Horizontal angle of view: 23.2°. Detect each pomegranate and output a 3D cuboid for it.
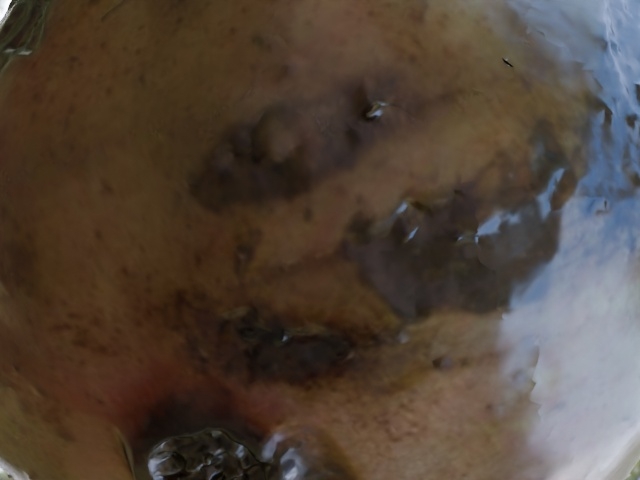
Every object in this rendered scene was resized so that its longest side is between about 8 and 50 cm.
[{"bbox_3d":[0.000,0.000,0.625,0.322,0.322,0.322,-6,-100,35],"label":"pomegranate"}]
